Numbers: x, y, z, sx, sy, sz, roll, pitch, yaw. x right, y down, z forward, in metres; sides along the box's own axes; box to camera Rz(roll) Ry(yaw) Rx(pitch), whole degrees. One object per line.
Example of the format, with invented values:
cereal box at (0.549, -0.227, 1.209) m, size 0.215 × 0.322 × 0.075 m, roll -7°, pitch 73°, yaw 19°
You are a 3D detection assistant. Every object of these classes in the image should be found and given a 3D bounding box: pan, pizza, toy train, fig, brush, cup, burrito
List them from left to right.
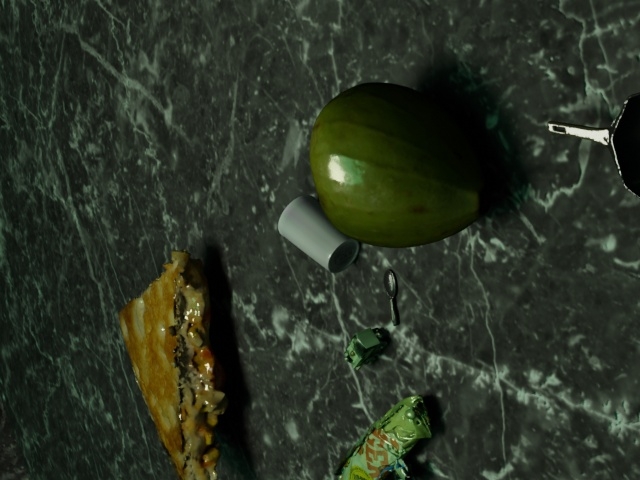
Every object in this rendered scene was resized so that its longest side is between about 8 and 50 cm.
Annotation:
pizza at (-0.239, 0.192, 2.065) m, size 0.440 × 0.130 × 0.406 m, roll 58°, pitch 143°, yaw 40°
cup at (0.000, 0.000, 1.706) m, size 0.116 × 0.074 × 0.104 m, roll 41°, pitch 158°, yaw 32°
toy train at (0.062, 0.158, 1.684) m, size 0.033 × 0.053 × 0.083 m, roll 57°, pitch 141°, yaw 22°
burrito at (0.099, 0.321, 1.697) m, size 0.104 × 0.054 × 0.288 m, roll 58°, pitch 143°, yaw 22°
brush at (0.101, 0.082, 1.638) m, size 0.024 × 0.008 × 0.083 m, roll 6°, pitch 108°, yaw 50°
fig at (0.105, -0.091, 1.409) m, size 0.225 × 0.203 × 0.203 m, roll 15°, pitch 117°, yaw 29°
pan at (0.337, -0.116, 1.187) m, size 0.202 × 0.048 × 0.128 m, roll 45°, pitch 135°, yaw 33°
